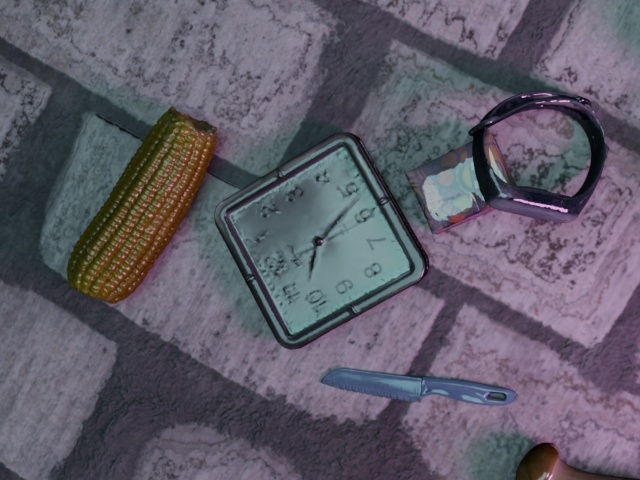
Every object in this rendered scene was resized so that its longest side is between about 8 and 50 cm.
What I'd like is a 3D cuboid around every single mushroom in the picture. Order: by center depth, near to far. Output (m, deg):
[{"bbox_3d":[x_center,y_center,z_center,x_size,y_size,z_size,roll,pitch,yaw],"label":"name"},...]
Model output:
[{"bbox_3d":[0.453,0.397,1.429,0.350,0.128,0.128,18,94,18],"label":"mushroom"}]

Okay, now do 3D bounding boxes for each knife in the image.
[{"bbox_3d":[0.152,0.234,1.561,0.313,0.019,0.044,5,93,16],"label":"knife"}]

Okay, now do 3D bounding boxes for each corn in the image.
[{"bbox_3d":[-0.288,-0.055,1.616,0.131,0.131,0.344,34,98,12],"label":"corn"}]

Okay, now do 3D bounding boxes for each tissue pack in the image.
[{"bbox_3d":[0.220,-0.086,1.524,0.148,0.060,0.108,-24,82,12],"label":"tissue pack"}]

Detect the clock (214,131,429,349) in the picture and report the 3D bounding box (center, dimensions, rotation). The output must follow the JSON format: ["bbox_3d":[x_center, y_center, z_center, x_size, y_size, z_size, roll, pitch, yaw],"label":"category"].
[{"bbox_3d":[0.000,0.000,1.583,0.279,0.049,0.273,-30,81,12],"label":"clock"}]

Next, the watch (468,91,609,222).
[{"bbox_3d":[0.319,-0.131,1.461,0.206,0.068,0.193,11,79,-10],"label":"watch"}]
